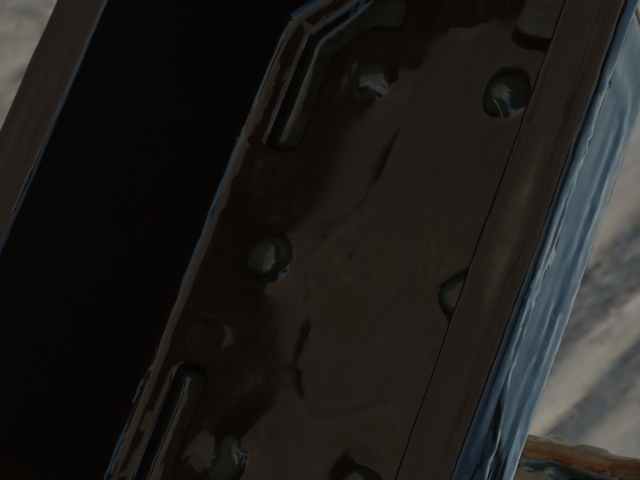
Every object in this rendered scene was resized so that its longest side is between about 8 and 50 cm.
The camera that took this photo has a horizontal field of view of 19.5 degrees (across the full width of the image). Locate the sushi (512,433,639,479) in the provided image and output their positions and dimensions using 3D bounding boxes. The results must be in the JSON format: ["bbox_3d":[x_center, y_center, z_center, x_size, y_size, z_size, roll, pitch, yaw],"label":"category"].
[{"bbox_3d":[0.021,0.139,0.711,0.273,0.109,0.134,-47,166,11],"label":"sushi"}]

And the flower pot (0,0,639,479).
[{"bbox_3d":[0.000,0.000,0.493,0.084,0.179,0.250,39,67,-51],"label":"flower pot"}]
